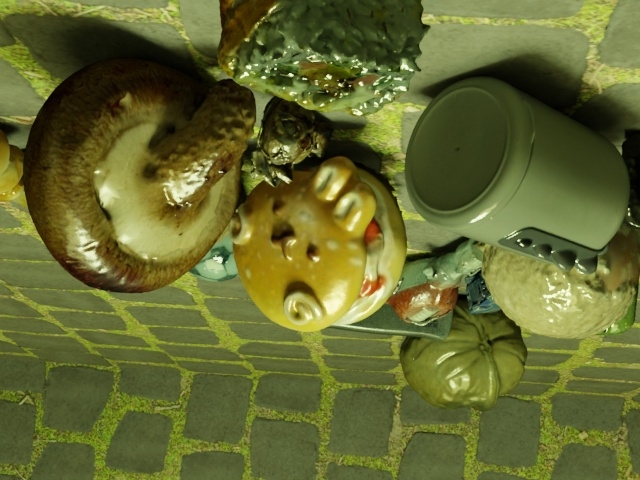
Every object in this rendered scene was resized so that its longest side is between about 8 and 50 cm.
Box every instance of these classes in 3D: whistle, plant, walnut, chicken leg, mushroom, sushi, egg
[{"bbox_3d":[-0.191,-0.011,2.035,0.163,0.163,0.290,4,162,3],"label":"whistle"},{"bbox_3d":[0.510,-0.078,1.631,0.164,0.142,0.256,4,167,7],"label":"plant"},{"bbox_3d":[0.338,0.265,2.635,0.253,0.282,0.277,46,166,-1],"label":"walnut"},{"bbox_3d":[-0.037,-0.151,1.607,0.080,0.125,0.196,13,-154,16],"label":"chicken leg"},{"bbox_3d":[-0.250,-0.087,1.549,0.345,0.345,0.239,13,-169,-26],"label":"mushroom"},{"bbox_3d":[0.238,0.080,2.277,0.142,0.134,0.346,20,152,-17],"label":"whistle"},{"bbox_3d":[-0.007,-0.232,1.260,0.274,0.139,0.184,9,162,-34],"label":"sushi"},{"bbox_3d":[0.387,0.030,1.830,0.279,0.279,0.310,6,180,-4],"label":"egg"}]

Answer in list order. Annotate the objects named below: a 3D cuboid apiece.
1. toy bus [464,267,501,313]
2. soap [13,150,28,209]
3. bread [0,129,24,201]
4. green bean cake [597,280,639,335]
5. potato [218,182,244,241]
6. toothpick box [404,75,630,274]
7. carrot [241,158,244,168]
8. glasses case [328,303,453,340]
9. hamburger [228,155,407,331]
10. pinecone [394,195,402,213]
[{"bbox_3d":[0.367,0.094,2.369,0.094,0.079,0.236,-8,166,-12],"label":"toy bus"},{"bbox_3d":[-0.429,-0.080,1.996,0.160,0.080,0.257,-2,162,23],"label":"soap"},{"bbox_3d":[-0.586,-0.149,1.737,0.173,0.121,0.311,0,163,29],"label":"bread"},{"bbox_3d":[0.471,0.084,2.059,0.214,0.200,0.113,1,120,16],"label":"green bean cake"},{"bbox_3d":[-0.255,-0.014,1.784,0.189,0.264,0.211,10,134,46],"label":"potato"},{"bbox_3d":[0.292,-0.071,1.558,0.316,0.229,0.229,18,159,-39],"label":"toothpick box"},{"bbox_3d":[-0.188,-0.113,1.889,0.042,0.042,0.170,20,156,-41],"label":"carrot"},{"bbox_3d":[0.128,0.142,2.487,0.323,0.131,0.074,6,172,-3],"label":"glasses case"},{"bbox_3d":[0.000,0.000,1.766,0.302,0.261,0.186,-35,165,32],"label":"hamburger"},{"bbox_3d":[0.075,-0.043,1.904,0.140,0.140,0.121,9,127,-15],"label":"pinecone"}]
